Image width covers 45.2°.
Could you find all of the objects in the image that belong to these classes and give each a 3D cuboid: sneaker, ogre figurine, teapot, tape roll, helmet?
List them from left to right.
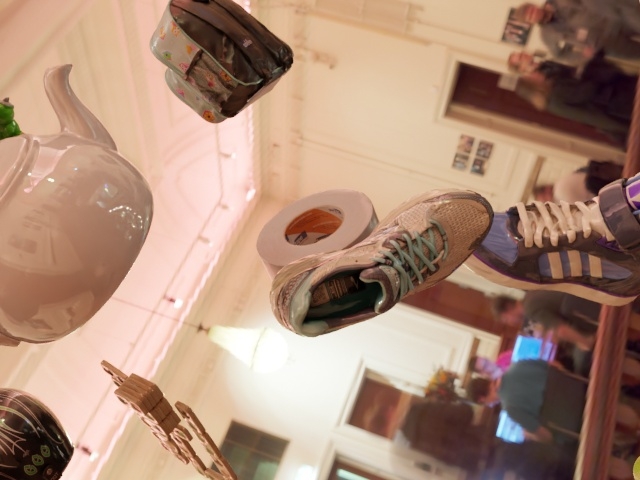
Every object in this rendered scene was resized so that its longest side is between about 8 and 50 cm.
[{"bbox_3d":[-0.594,-0.180,1.388,0.118,0.097,0.197,-46,-42,-34],"label":"ogre figurine"},{"bbox_3d":[-0.459,0.294,1.115,0.169,0.161,0.169,-36,21,16],"label":"helmet"},{"bbox_3d":[-0.322,-0.020,0.832,0.253,0.187,0.256,-34,37,24],"label":"teapot"},{"bbox_3d":[0.000,0.000,1.354,0.072,0.219,0.219,66,-146,-33],"label":"tape roll"},{"bbox_3d":[0.081,0.037,0.870,0.110,0.283,0.122,62,177,-13],"label":"sneaker"},{"bbox_3d":[0.368,-0.034,1.072,0.236,0.323,0.130,115,165,-45],"label":"sneaker"}]

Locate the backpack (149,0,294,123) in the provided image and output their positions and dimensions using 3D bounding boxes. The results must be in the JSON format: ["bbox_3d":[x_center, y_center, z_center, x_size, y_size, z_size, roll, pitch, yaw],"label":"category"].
[{"bbox_3d":[-0.159,-0.283,1.159,0.144,0.188,0.166,-39,7,44],"label":"backpack"}]

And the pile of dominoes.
[{"bbox_3d":[-0.224,0.291,1.132,0.040,0.196,0.251,-48,-46,-30],"label":"pile of dominoes"}]

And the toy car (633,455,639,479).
[{"bbox_3d":[0.455,0.375,0.939,0.149,0.188,0.155,-32,-1,-12],"label":"toy car"}]
